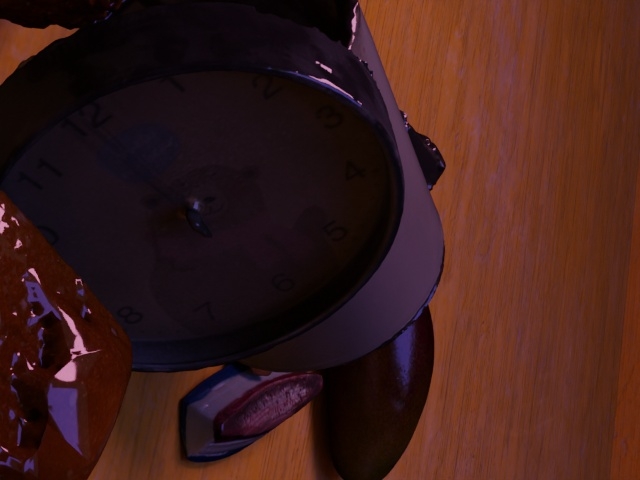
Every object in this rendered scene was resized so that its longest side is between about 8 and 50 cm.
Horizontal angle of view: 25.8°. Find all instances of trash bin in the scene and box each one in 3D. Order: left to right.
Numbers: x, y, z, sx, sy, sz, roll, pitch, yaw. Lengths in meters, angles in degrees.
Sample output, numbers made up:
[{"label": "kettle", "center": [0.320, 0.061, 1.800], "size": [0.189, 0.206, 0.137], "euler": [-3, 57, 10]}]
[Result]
[{"label": "trash bin", "center": [-0.041, -0.058, 1.049], "size": [0.277, 0.217, 0.262], "euler": [-48, 141, -20]}]

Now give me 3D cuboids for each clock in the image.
[{"label": "clock", "center": [-0.083, -0.022, 0.871], "size": [0.280, 0.280, 0.055], "euler": [63, 7, -48]}]

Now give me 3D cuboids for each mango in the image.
[{"label": "mango", "center": [0.061, 0.125, 1.445], "size": [0.133, 0.111, 0.267], "euler": [-24, 118, -78]}]

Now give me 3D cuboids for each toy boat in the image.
[{"label": "toy boat", "center": [-0.056, 0.144, 1.247], "size": [0.229, 0.046, 0.080], "euler": [-11, 98, -65]}]

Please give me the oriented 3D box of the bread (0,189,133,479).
[{"label": "bread", "center": [-0.208, 0.099, 0.741], "size": [0.184, 0.110, 0.234], "euler": [57, 42, -39]}]

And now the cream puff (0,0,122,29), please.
[{"label": "cream puff", "center": [-0.145, -0.278, 0.804], "size": [0.303, 0.212, 0.303], "euler": [6, 83, -63]}]

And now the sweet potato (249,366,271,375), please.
[{"label": "sweet potato", "center": [0.000, 0.000, 1.306], "size": [0.314, 0.066, 0.072], "euler": [-56, 159, -31]}]
